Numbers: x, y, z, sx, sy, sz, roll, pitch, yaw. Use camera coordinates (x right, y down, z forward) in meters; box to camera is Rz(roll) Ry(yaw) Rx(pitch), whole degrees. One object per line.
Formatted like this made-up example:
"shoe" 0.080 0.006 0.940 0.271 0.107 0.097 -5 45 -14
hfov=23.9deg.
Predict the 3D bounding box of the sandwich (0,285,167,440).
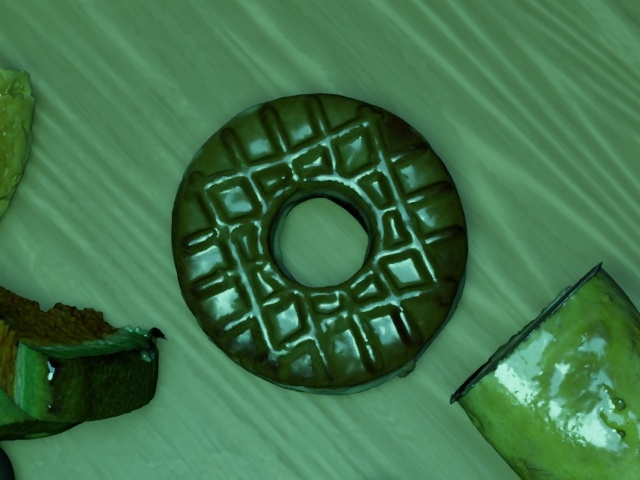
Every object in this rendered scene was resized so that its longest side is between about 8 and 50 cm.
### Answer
"sandwich" -0.330 0.123 1.537 0.301 0.250 0.162 23 96 9

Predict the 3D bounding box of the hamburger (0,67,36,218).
"hamburger" -0.388 -0.086 1.619 0.155 0.135 0.208 2 81 1

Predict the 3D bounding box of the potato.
"potato" 0.283 0.192 1.535 0.229 0.229 0.266 -37 84 -7

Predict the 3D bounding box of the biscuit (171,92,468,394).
"biscuit" 0.000 0.000 1.623 0.332 0.103 0.332 0 80 -1

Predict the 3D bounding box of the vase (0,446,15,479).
"vase" -0.326 0.277 1.566 0.183 0.120 0.120 22 79 -10
